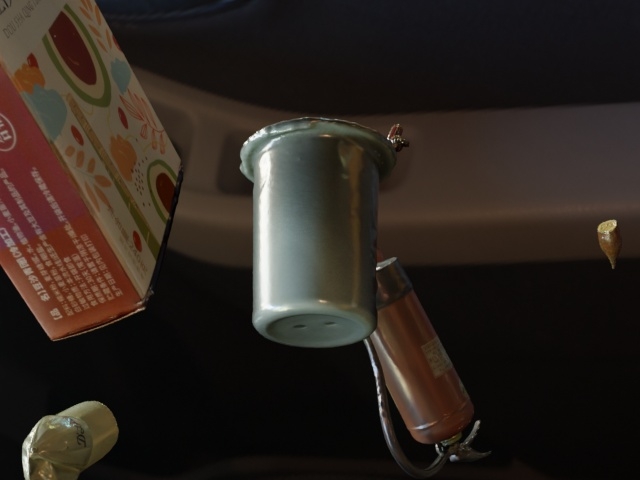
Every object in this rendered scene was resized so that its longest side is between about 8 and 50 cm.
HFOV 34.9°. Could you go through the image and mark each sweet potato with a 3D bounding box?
[{"bbox_3d":[0.626,0.012,2.191,0.049,0.117,0.049,-12,28,7],"label":"sweet potato"}]

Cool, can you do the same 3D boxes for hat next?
[{"bbox_3d":[-0.387,0.319,1.566,0.166,0.081,0.122,-28,75,-26],"label":"hat"}]

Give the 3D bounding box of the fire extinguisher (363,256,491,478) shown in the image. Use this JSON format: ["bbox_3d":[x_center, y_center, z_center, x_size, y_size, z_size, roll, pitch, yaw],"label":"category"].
[{"bbox_3d":[0.136,0.229,1.647,0.200,0.376,0.113,-30,4,-26],"label":"fire extinguisher"}]

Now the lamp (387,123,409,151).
[{"bbox_3d":[0.111,-0.141,1.637,0.031,0.083,0.063,25,28,-14],"label":"lamp"}]

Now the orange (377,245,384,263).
[{"bbox_3d":[0.035,0.090,2.144,0.171,0.240,0.240,12,47,27],"label":"orange"}]

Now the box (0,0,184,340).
[{"bbox_3d":[-0.303,-0.145,1.123,0.122,0.385,0.344,-21,27,10],"label":"box"}]

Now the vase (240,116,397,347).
[{"bbox_3d":[0.000,0.000,1.505,0.245,0.245,0.291,-7,66,12],"label":"vase"}]
